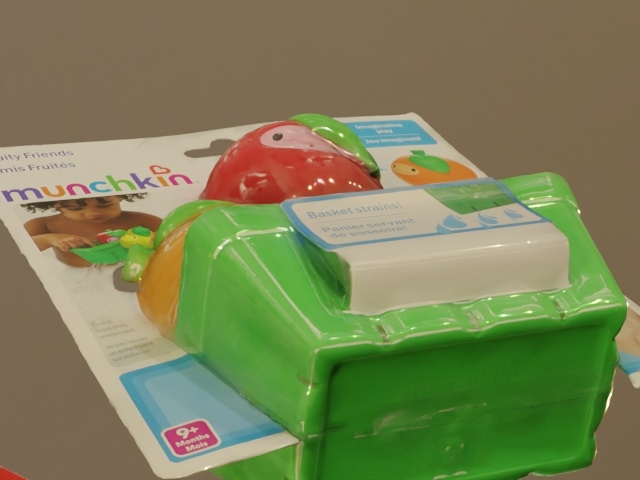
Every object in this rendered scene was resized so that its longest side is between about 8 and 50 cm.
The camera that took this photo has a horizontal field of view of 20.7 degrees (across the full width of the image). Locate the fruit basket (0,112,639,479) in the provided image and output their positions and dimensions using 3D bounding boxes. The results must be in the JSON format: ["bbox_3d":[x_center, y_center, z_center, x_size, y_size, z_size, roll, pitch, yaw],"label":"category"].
[{"bbox_3d":[0.000,0.000,1.006,0.327,0.353,0.165,-6,-54,-25],"label":"fruit basket"}]

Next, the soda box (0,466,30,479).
[{"bbox_3d":[-0.308,0.266,1.627,0.092,0.263,0.083,-49,-40,-29],"label":"soda box"}]
